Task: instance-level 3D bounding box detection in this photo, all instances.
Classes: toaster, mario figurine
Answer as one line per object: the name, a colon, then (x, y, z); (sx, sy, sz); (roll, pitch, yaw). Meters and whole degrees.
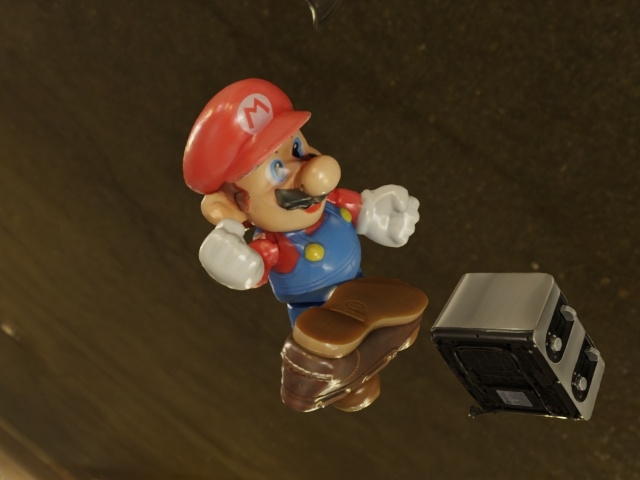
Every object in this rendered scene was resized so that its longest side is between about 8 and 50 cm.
toaster: (0.239, 0.133, 1.414); (0.185, 0.110, 0.168); (-2, 135, 43)
mario figurine: (0.000, 0.000, 1.012); (0.198, 0.170, 0.321); (-95, -21, -59)

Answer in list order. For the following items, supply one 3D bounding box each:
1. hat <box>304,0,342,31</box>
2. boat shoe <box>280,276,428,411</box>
hat: (0.066, -0.371, 1.217); (0.133, 0.331, 0.331); (7, 153, 11)
boat shoe: (0.026, 0.084, 0.977); (0.073, 0.207, 0.073); (24, 112, 25)
